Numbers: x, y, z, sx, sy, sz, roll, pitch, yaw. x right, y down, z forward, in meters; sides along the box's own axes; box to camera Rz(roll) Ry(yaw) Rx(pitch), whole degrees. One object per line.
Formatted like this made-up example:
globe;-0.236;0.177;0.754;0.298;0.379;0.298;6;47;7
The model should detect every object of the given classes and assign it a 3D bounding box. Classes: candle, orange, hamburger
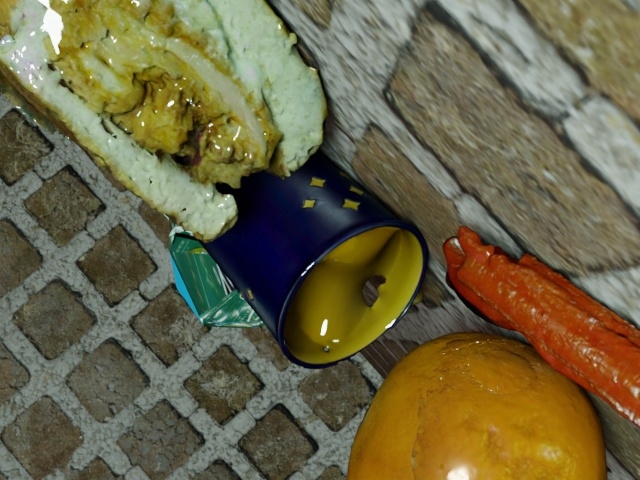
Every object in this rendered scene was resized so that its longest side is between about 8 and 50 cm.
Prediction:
candle;0.174;0.069;0.555;0.084;0.059;0.302;39;-177;-40
orange;0.142;0.201;0.758;0.240;0.240;0.240;47;173;8
hamburger;-0.170;-0.161;0.737;0.277;0.195;0.318;32;169;50

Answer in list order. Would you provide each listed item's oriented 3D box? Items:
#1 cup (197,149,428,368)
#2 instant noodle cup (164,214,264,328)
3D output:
cup;-0.018;0.011;0.930;0.256;0.178;0.255;45;171;40
instant noodle cup;-0.103;-0.022;1.138;0.240;0.240;0.178;53;179;-31
